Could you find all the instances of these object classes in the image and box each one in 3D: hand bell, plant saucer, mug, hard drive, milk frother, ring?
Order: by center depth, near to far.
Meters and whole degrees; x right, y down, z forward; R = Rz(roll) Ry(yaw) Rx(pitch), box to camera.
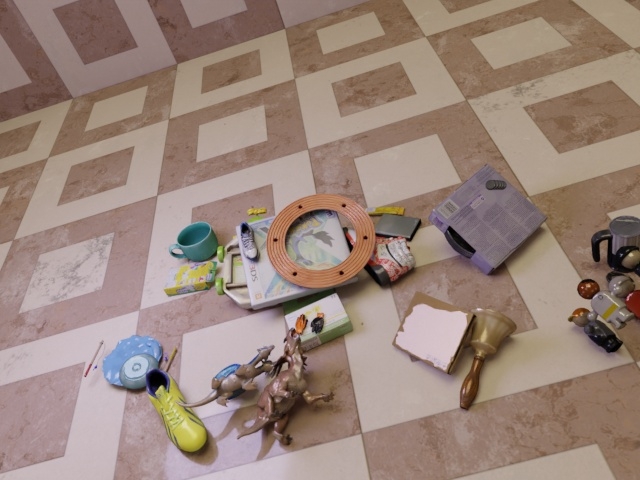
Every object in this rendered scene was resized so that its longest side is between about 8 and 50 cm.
[{"bbox_3d":[0.390,0.303,1.505,0.126,0.126,0.242,10,62,31],"label":"hand bell"},{"bbox_3d":[0.790,0.036,1.583,0.129,0.134,0.143,-21,40,1],"label":"milk frother"},{"bbox_3d":[-0.542,0.382,1.807,0.120,0.021,0.119,-4,49,5],"label":"plant saucer"},{"bbox_3d":[0.000,0.000,1.862,0.337,0.032,0.336,-4,59,6],"label":"ring"},{"bbox_3d":[0.250,-0.043,1.988,0.135,0.022,0.094,10,49,31],"label":"hard drive"},{"bbox_3d":[-0.442,0.012,2.162,0.158,0.097,0.129,-5,43,19],"label":"mug"}]

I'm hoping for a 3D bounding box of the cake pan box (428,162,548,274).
[{"bbox_3d":[0.489,-0.063,1.789,0.267,0.070,0.246,-40,73,-20],"label":"cake pan box"}]

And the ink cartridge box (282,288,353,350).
[{"bbox_3d":[-0.022,0.206,1.802,0.171,0.056,0.235,-24,42,-2],"label":"ink cartridge box"}]

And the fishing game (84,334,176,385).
[{"bbox_3d":[-0.576,0.369,1.867,0.264,0.041,0.189,0,45,10],"label":"fishing game"}]

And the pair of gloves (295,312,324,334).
[{"bbox_3d":[-0.031,0.235,1.724,0.083,0.010,0.074,-4,43,15],"label":"pair of gloves"}]

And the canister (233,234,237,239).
[{"bbox_3d":[-0.208,0.005,2.091,0.170,0.073,0.126,-21,41,2],"label":"canister"}]

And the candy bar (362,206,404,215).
[{"bbox_3d":[0.204,-0.099,2.073,0.162,0.018,0.040,-1,40,22],"label":"candy bar"}]

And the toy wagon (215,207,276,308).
[{"bbox_3d":[-0.196,0.051,1.961,0.268,0.068,0.344,-6,58,4],"label":"toy wagon"}]

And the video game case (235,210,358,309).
[{"bbox_3d":[-0.080,0.038,1.890,0.329,0.036,0.299,-15,58,-2],"label":"video game case"}]

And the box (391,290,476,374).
[{"bbox_3d":[0.290,0.234,1.577,0.201,0.021,0.164,20,84,51],"label":"box"}]

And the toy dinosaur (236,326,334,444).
[{"bbox_3d":[-0.105,0.395,1.583,0.295,0.127,0.200,-47,35,-7],"label":"toy dinosaur"}]

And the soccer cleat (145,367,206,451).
[{"bbox_3d":[-0.399,0.452,1.632,0.093,0.121,0.289,-35,42,-16],"label":"soccer cleat"}]

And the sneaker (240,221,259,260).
[{"bbox_3d":[-0.227,0.001,1.881,0.052,0.058,0.135,-19,58,-3],"label":"sneaker"}]

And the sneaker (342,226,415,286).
[{"bbox_3d":[0.183,0.023,1.893,0.145,0.090,0.270,-28,44,-11],"label":"sneaker"}]

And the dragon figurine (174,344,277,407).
[{"bbox_3d":[-0.238,0.384,1.647,0.289,0.085,0.144,-31,-3,-2],"label":"dragon figurine"}]

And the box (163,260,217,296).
[{"bbox_3d":[-0.436,0.128,2.075,0.179,0.043,0.105,-12,40,14],"label":"box"}]

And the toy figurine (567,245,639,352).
[{"bbox_3d":[0.706,0.139,1.445,0.210,0.213,0.148,-32,53,-7],"label":"toy figurine"}]
